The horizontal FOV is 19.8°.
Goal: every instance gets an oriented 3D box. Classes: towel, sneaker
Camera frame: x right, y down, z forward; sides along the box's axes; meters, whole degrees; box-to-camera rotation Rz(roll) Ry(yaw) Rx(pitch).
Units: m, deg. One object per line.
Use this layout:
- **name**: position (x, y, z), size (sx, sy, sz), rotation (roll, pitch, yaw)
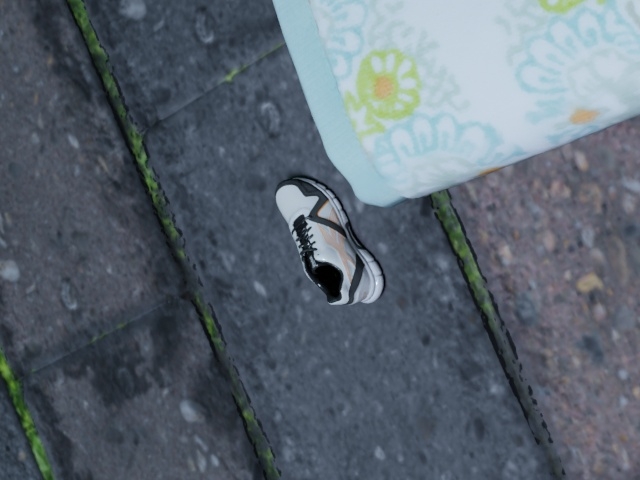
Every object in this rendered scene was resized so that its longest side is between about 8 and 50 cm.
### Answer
- **towel**: position (0.088, -0.235, 1.000), size (0.320, 0.090, 0.374), rotation (-22, 87, 42)
- **sneaker**: position (0.000, 0.000, 1.289), size (0.109, 0.044, 0.040), rotation (52, 130, 19)

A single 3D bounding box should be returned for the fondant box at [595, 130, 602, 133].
- **fondant box**: position (0.162, -0.250, 1.056), size (0.238, 0.096, 0.330), rotation (52, 127, 18)
